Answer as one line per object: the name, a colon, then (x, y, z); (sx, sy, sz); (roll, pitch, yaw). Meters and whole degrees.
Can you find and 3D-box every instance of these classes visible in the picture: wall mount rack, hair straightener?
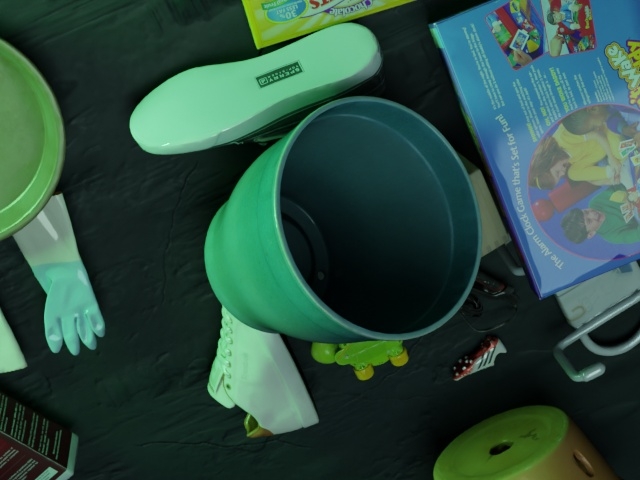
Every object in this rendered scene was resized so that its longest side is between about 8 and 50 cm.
wall mount rack: (0.403, 0.018, 1.869); (0.304, 0.130, 0.350); (-32, 122, 1)
hair straightener: (0.165, 0.058, 1.901); (0.230, 0.047, 0.089); (26, 112, -28)

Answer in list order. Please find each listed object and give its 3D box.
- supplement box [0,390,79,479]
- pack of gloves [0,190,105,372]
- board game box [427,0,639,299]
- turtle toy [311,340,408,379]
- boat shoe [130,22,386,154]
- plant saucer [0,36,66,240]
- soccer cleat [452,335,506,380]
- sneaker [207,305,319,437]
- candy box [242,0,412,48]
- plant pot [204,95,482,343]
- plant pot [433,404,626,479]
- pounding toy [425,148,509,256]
supplement box: (-0.443, 0.251, 1.858); (0.239, 0.073, 0.130); (36, 119, -27)
pack of gloves: (-0.376, 0.050, 1.796); (0.195, 0.046, 0.232); (-9, 118, 7)
board game box: (0.298, -0.137, 1.713); (0.233, 0.078, 0.347); (-22, 98, 2)
turtle toy: (0.049, 0.127, 1.898); (0.130, 0.066, 0.095); (-22, 119, 3)
boat shoe: (-0.068, -0.156, 1.697); (0.301, 0.108, 0.102); (-22, 145, -1)
plant saucer: (-0.428, -0.120, 1.659); (0.278, 0.041, 0.277); (-1, 113, -4)
soccer cleat: (0.215, 0.164, 1.974); (0.083, 0.029, 0.035); (-44, 114, 9)
sneaker: (-0.099, 0.144, 1.855); (0.123, 0.106, 0.290); (-20, 121, 1)
candy box: (0.010, -0.297, 1.670); (0.206, 0.027, 0.105); (-18, 125, 0)
plant pot: (0.000, 0.000, 1.679); (0.272, 0.271, 0.255); (29, 154, -24)
plant pot: (0.281, 0.359, 1.973); (0.291, 0.291, 0.203); (-26, 104, 4)
pounding toy: (0.139, -0.054, 1.786); (0.100, 0.130, 0.141); (-31, 121, -7)
